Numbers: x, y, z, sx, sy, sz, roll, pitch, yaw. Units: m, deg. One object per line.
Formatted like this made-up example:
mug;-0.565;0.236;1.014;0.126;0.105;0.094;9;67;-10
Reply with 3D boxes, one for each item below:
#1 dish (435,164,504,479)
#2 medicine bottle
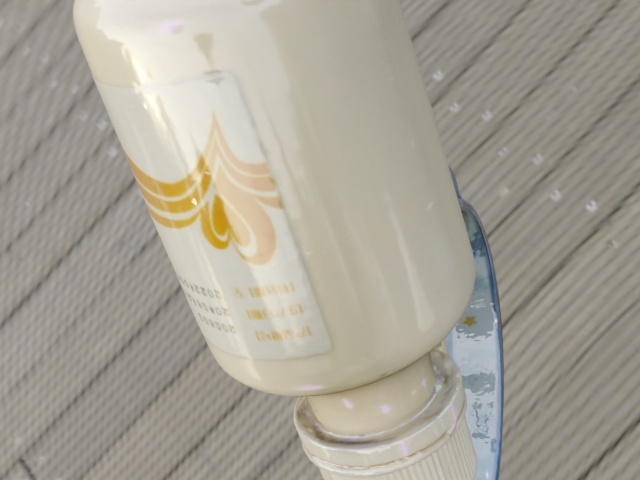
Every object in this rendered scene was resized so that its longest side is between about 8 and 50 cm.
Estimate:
dish;0.037;0.080;0.683;0.086;0.228;0.237;-2;84;19
medicine bottle;0.000;0.000;0.488;0.114;0.252;0.114;-16;27;9
